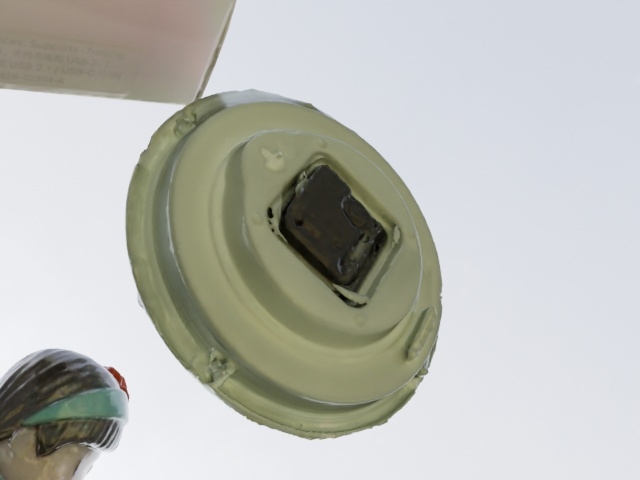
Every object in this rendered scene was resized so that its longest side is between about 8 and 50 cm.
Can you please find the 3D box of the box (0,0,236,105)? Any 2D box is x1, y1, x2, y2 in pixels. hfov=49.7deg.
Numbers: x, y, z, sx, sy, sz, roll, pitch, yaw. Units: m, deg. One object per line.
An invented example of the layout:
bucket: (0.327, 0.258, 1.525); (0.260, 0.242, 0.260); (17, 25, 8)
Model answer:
box: (-0.212, -0.195, 0.459); (0.251, 0.203, 0.106); (-1, -43, -37)

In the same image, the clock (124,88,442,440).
clock: (0.000, 0.000, 0.430); (0.236, 0.053, 0.236); (17, -121, -31)

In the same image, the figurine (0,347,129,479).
figurine: (-0.255, 0.188, 0.542); (0.110, 0.138, 0.245); (46, -111, -8)
